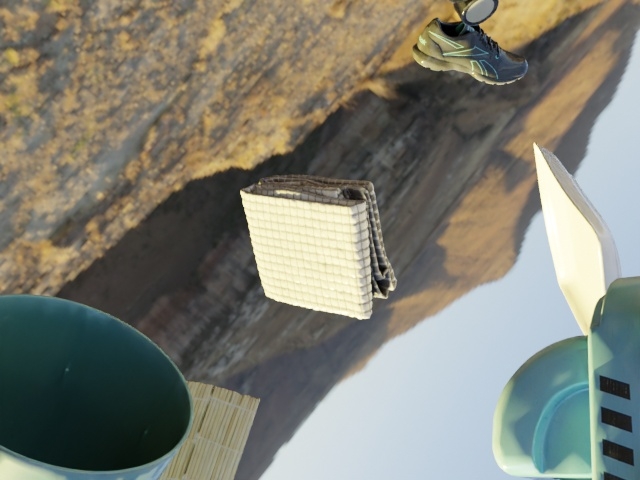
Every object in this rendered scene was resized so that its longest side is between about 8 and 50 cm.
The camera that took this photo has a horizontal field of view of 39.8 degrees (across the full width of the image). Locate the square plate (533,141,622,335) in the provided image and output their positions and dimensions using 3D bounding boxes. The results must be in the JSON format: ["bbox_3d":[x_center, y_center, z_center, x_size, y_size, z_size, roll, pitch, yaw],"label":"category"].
[{"bbox_3d":[0.471,0.038,1.572,0.049,0.347,0.344,-16,-148,5],"label":"square plate"}]

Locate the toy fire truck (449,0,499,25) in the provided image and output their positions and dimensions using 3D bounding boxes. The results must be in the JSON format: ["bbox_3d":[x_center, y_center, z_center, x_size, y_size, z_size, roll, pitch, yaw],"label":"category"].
[{"bbox_3d":[0.248,-0.415,1.144,0.246,0.158,0.217,-34,149,15],"label":"toy fire truck"}]

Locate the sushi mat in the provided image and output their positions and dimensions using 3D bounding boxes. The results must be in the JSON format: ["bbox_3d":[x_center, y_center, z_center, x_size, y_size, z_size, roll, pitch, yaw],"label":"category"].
[{"bbox_3d":[-0.211,0.370,1.355,0.019,0.151,0.316,-153,-98,-76],"label":"sushi mat"}]

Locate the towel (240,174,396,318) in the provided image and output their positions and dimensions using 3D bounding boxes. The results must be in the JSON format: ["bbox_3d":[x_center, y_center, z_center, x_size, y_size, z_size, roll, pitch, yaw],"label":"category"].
[{"bbox_3d":[0.000,0.000,1.643,0.284,0.235,0.121,7,-155,39],"label":"towel"}]

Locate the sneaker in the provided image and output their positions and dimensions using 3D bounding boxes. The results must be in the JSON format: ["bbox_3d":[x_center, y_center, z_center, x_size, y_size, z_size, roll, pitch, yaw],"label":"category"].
[{"bbox_3d":[0.340,-0.416,1.935,0.101,0.267,0.106,-100,-158,-47],"label":"sneaker"}]

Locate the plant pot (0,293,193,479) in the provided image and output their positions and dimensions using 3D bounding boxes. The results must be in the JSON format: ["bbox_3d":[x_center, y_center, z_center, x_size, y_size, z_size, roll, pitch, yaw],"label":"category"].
[{"bbox_3d":[-0.326,0.241,1.006,0.235,0.293,0.293,-61,174,22],"label":"plant pot"}]

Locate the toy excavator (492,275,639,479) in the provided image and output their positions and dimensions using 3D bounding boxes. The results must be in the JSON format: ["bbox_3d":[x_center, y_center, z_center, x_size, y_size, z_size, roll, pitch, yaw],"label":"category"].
[{"bbox_3d":[0.235,0.256,0.861,0.445,0.222,0.433,-9,-111,36],"label":"toy excavator"}]
